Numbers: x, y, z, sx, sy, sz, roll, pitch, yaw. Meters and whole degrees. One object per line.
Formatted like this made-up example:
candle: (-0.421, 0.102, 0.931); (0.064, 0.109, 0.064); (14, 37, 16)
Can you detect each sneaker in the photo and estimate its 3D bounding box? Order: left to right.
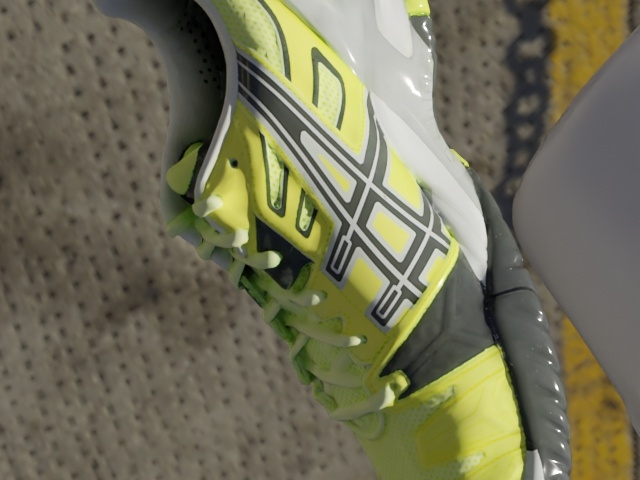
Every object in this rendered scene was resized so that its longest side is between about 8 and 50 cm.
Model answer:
sneaker: (0.000, 0.000, 0.839); (0.147, 0.385, 0.145); (-19, 174, -26)

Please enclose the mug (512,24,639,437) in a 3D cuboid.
mug: (0.265, 0.032, 0.319); (0.276, 0.328, 0.374); (-19, 161, -41)
